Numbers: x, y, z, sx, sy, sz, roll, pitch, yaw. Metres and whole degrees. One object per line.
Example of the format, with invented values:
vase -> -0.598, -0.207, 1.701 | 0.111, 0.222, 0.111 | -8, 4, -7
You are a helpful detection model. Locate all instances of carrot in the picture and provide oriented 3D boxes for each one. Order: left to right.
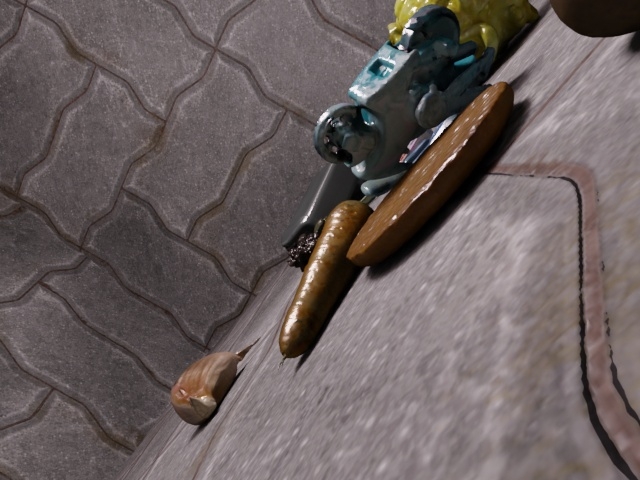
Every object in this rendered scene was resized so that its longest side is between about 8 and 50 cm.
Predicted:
carrot -> 0.002, 0.053, 0.685 | 0.078, 0.078, 0.298 | -47, 9, 44

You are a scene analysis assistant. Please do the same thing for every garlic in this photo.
garlic -> -0.198, 0.261, 1.023 | 0.129, 0.090, 0.198 | -30, 7, 33

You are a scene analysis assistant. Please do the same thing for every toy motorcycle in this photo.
toy motorcycle -> 0.120, -0.181, 0.757 | 0.260, 0.206, 0.154 | -49, 47, 2

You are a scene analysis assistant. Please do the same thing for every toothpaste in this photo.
toothpaste -> 0.160, -0.155, 0.953 | 0.047, 0.040, 0.196 | -19, 21, 31

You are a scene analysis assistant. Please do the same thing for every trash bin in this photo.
trash bin -> -0.005, -0.066, 1.347 | 0.236, 0.101, 0.177 | -67, 12, -22

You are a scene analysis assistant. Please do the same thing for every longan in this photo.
longan -> 0.210, -0.190, 0.371 | 0.113, 0.092, 0.113 | -33, -19, -13

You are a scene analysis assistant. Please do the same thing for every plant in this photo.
plant -> 0.000, 0.000, 1.184 | 0.174, 0.085, 0.087 | -46, -25, -7

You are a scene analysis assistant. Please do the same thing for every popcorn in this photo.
popcorn -> 0.262, -0.424, 1.050 | 0.237, 0.293, 0.293 | -44, 4, 7

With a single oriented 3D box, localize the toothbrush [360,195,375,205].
toothbrush -> 0.134, -0.120, 1.161 | 0.028, 0.026, 0.294 | -68, 10, -22

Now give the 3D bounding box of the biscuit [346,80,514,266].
biscuit -> 0.123, -0.068, 0.619 | 0.262, 0.037, 0.262 | -50, 3, 4

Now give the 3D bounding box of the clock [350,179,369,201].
clock -> 0.140, -0.180, 1.500 | 0.280, 0.055, 0.280 | -50, 3, 4

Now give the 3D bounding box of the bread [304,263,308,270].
bread -> -0.004, 0.049, 1.064 | 0.088, 0.034, 0.049 | -47, 11, 43
